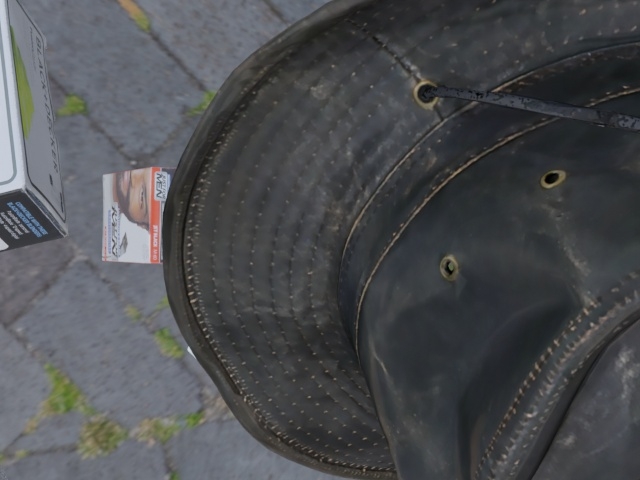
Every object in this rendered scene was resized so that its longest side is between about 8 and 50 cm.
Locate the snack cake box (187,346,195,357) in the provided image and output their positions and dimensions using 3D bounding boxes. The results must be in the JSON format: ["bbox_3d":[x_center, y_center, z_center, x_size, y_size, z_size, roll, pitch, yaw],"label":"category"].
[{"bbox_3d":[0.000,0.000,1.092,0.152,0.089,0.264,13,74,13],"label":"snack cake box"}]

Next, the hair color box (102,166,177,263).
[{"bbox_3d":[-0.171,-0.023,1.233,0.053,0.167,0.093,1,89,-27],"label":"hair color box"}]

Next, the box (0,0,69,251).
[{"bbox_3d":[-0.328,-0.060,0.841,0.289,0.087,0.169,-12,67,3],"label":"box"}]

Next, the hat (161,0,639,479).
[{"bbox_3d":[0.104,0.041,0.436,0.331,0.134,0.331,-1,134,-1],"label":"hat"}]

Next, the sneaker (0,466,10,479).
[{"bbox_3d":[-0.205,0.143,0.450,0.182,0.315,0.127,-44,97,-10],"label":"sneaker"}]
